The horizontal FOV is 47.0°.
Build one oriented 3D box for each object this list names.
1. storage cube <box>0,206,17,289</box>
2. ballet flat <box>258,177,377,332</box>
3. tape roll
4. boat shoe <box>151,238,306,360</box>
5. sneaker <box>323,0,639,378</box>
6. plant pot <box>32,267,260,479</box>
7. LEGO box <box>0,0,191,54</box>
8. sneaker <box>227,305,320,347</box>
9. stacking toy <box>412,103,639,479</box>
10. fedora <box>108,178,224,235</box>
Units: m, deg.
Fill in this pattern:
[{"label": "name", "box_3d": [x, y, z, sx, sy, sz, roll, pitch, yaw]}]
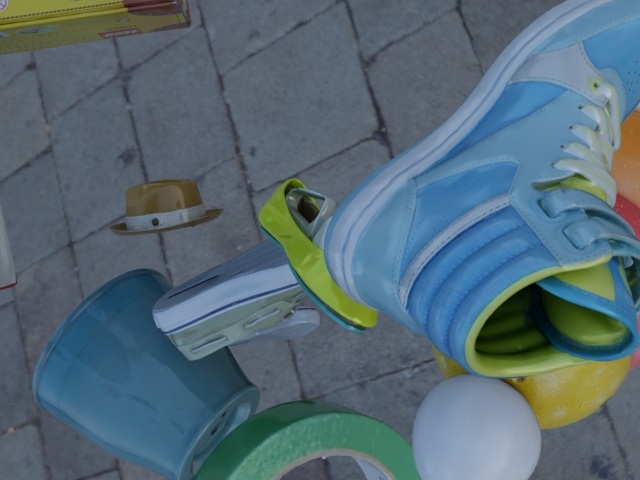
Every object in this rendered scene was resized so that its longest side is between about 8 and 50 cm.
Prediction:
[{"label": "storage cube", "box_3d": [-0.443, -0.012, 0.706, 0.193, 0.183, 0.215, -9, 97, 15]}, {"label": "ballet flat", "box_3d": [0.000, 0.000, 0.723, 0.077, 0.077, 0.231, -60, 33, 12]}, {"label": "tape roll", "box_3d": [-0.010, 0.357, 0.879, 0.077, 0.321, 0.322, 1, 87, 61]}, {"label": "boat shoe", "box_3d": [-0.074, 0.065, 0.960, 0.302, 0.109, 0.094, -22, 112, 18]}, {"label": "sneaker", "box_3d": [0.173, -0.034, 0.487, 0.319, 0.127, 0.208, -44, 38, -3]}, {"label": "plant pot", "box_3d": [-0.242, 0.225, 1.120, 0.255, 0.271, 0.272, 35, 105, 18]}, {"label": "LEGO box", "box_3d": [-0.436, -0.417, 0.871, 0.499, 0.193, 0.373, -9, 98, -5]}, {"label": "sneaker", "box_3d": [-0.105, 0.133, 1.319, 0.258, 0.094, 0.091, -16, 70, 42]}, {"label": "stacking toy", "box_3d": [0.229, 0.085, 0.801, 0.350, 0.480, 0.351, 25, 142, 21]}, {"label": "fedora", "box_3d": [-0.259, -0.060, 1.222, 0.194, 0.194, 0.079, -3, 100, 32]}]
